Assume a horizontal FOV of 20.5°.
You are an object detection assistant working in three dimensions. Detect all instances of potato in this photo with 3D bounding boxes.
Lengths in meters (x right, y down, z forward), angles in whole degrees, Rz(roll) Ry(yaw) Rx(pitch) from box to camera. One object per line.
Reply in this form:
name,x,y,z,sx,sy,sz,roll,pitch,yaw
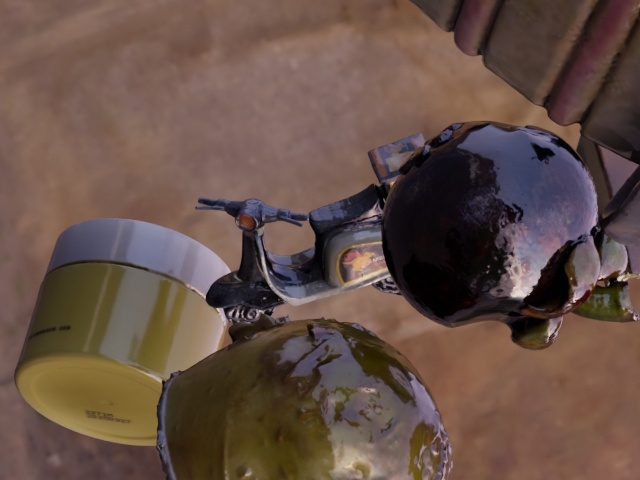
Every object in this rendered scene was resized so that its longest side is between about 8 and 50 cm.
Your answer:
potato,0.028,0.198,1.445,0.299,0.196,0.246,50,28,-25

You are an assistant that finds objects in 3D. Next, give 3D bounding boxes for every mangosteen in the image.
mangosteen,0.160,0.006,1.470,0.230,0.194,0.194,43,-6,-2

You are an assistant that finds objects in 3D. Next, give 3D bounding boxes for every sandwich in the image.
sandwich,0.426,-0.032,2.401,0.186,0.220,0.108,-67,-172,-17

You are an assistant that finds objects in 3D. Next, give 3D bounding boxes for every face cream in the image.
face cream,-0.221,0.107,2.008,0.218,0.218,0.179,80,20,-57

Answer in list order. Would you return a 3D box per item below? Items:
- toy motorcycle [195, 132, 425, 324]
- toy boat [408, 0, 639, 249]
toy motorcycle,0.000,0.000,1.808,0.091,0.263,0.157,-109,-179,-56
toy boat,0.182,-0.124,1.062,0.293,0.111,0.276,45,-33,-7
